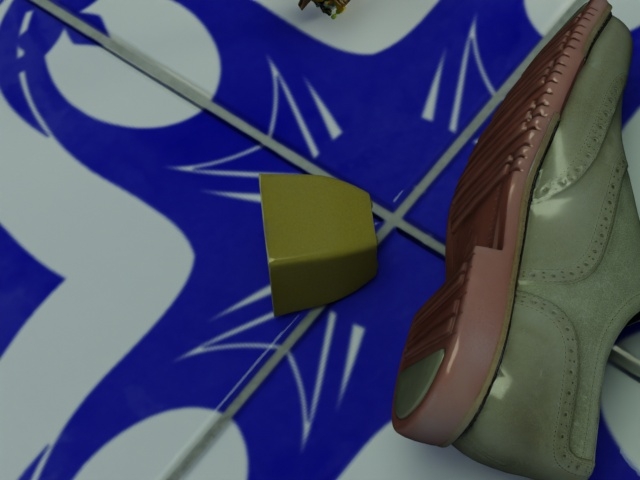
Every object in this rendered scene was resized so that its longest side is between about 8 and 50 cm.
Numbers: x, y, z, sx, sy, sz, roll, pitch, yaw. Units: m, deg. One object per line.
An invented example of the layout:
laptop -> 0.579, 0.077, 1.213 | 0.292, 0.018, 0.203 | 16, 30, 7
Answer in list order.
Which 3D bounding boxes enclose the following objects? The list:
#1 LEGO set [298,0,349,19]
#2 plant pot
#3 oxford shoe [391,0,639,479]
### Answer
LEGO set -> 0.025, -0.342, 1.433 | 0.255, 0.192, 0.331 | -53, 55, 16
plant pot -> 0.000, 0.000, 1.268 | 0.083, 0.081, 0.082 | -6, 59, -1
oxford shoe -> 0.173, -0.003, 1.221 | 0.146, 0.140, 0.397 | 27, 61, -8
